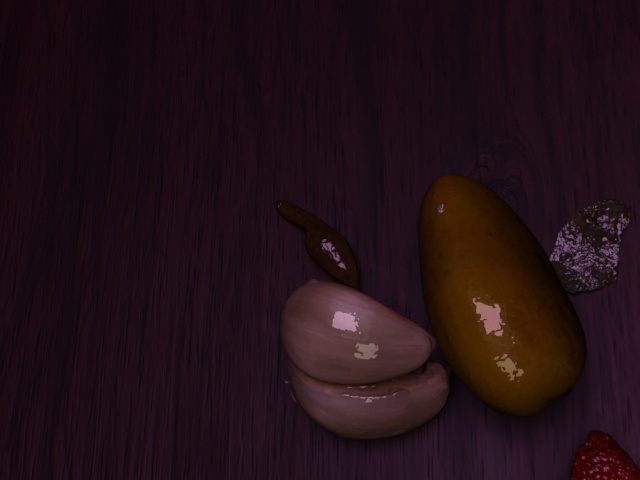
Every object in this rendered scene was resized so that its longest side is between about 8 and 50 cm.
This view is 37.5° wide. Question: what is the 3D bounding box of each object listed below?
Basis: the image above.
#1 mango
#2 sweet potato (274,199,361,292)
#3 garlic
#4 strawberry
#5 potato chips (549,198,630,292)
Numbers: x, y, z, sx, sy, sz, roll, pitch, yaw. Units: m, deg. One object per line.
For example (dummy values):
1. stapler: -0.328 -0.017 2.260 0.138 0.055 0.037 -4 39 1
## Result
1. mango: 0.285 0.082 1.602 0.220 0.301 0.445 -39 61 29
2. sweet potato: -0.001 -0.003 1.821 0.074 0.075 0.269 -41 62 -3
3. garlic: 0.063 0.204 1.640 0.313 0.249 0.286 25 114 24
4. strawberry: 0.471 0.389 1.533 0.131 0.131 0.148 13 72 18
5. potato chips: 0.493 0.018 1.719 0.209 0.026 0.142 -39 68 -2
